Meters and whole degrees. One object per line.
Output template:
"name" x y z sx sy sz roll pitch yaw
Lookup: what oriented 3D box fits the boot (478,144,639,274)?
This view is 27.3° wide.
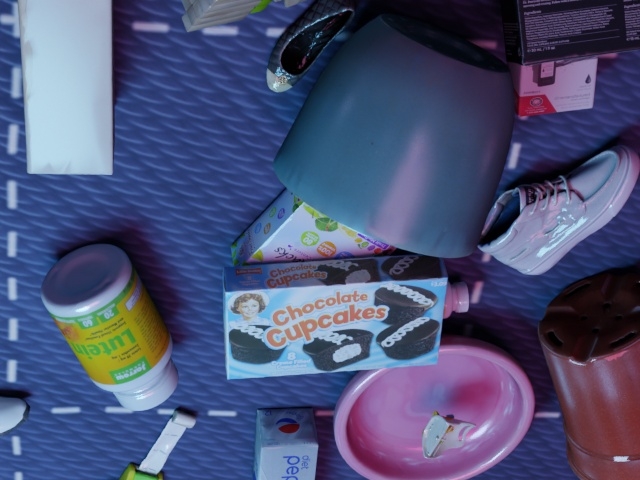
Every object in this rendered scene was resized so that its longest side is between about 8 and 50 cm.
"boot" 0.341 -0.053 1.921 0.123 0.095 0.258 21 123 -32

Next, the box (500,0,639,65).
"box" 0.362 -0.330 1.659 0.261 0.103 0.184 -8 103 -3

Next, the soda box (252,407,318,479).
"soda box" -0.065 0.415 2.229 0.098 0.091 0.286 -1 128 -9

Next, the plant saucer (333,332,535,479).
"plant saucer" 0.182 0.270 2.162 0.332 0.084 0.332 -5 129 -6

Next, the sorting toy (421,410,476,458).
"sorting toy" 0.210 0.311 2.121 0.075 0.045 0.083 9 126 -26

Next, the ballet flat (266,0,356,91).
"ballet flat" -0.016 -0.260 1.725 0.057 0.049 0.173 27 119 -26

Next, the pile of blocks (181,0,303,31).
"pile of blocks" -0.014 -0.373 1.619 0.362 0.149 0.113 -20 86 -5

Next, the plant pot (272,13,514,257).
"plant pot" 0.116 -0.151 1.699 0.293 0.293 0.235 16 110 -21

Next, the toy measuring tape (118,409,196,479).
"toy measuring tape" -0.294 0.427 2.186 0.121 0.121 0.330 21 122 -24

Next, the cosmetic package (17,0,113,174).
"cosmetic package" -0.308 -0.250 1.615 0.113 0.160 0.309 1 127 -9

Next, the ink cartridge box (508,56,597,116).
"ink cartridge box" 0.315 -0.251 1.781 0.109 0.063 0.150 -7 129 -4

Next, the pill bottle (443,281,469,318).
"pill bottle" 0.167 0.090 2.027 0.116 0.065 0.065 -3 129 -6

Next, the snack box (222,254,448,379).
"snack box" 0.019 0.113 1.936 0.321 0.060 0.187 -4 132 -6

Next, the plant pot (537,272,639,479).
"plant pot" 0.478 0.210 2.069 0.272 0.272 0.265 -22 120 8

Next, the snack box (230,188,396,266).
"snack box" 0.000 0.000 1.923 0.174 0.070 0.207 29 120 -30

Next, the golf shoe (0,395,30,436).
"golf shoe" -0.549 0.255 2.028 0.198 0.077 0.094 -3 128 -9

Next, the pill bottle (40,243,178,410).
"pill bottle" -0.299 0.135 1.935 0.136 0.136 0.246 -19 129 5
